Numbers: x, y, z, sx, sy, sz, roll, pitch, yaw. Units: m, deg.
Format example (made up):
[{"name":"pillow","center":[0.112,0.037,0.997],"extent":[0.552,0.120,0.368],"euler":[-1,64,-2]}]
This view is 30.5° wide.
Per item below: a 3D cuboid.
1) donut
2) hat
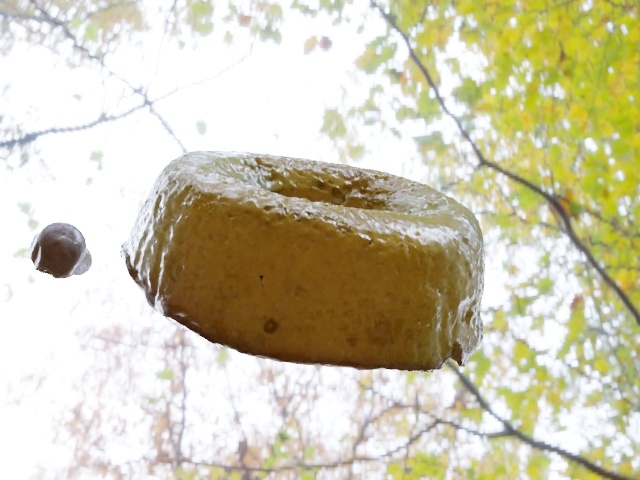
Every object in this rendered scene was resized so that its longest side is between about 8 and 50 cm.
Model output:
[{"name":"donut","center":[0.000,0.000,0.550],"extent":[0.178,0.162,0.065],"euler":[-1,-66,-39]},{"name":"hat","center":[-0.226,0.001,1.042],"extent":[0.058,0.087,0.042],"euler":[35,-70,-1]}]
